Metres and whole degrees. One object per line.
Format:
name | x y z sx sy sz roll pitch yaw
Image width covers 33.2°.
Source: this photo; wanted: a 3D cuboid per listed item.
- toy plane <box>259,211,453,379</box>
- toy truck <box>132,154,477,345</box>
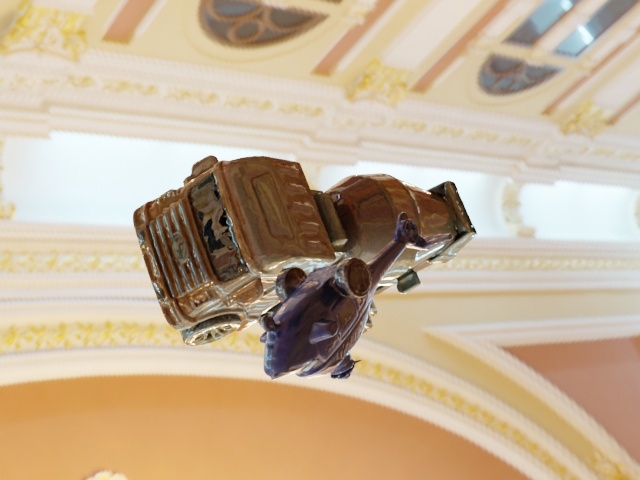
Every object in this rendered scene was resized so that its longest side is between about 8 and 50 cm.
toy plane | 0.019 0.030 0.593 0.167 0.054 0.062 -43 -65 -45
toy truck | 0.000 0.000 0.776 0.256 0.140 0.108 6 -122 -54
